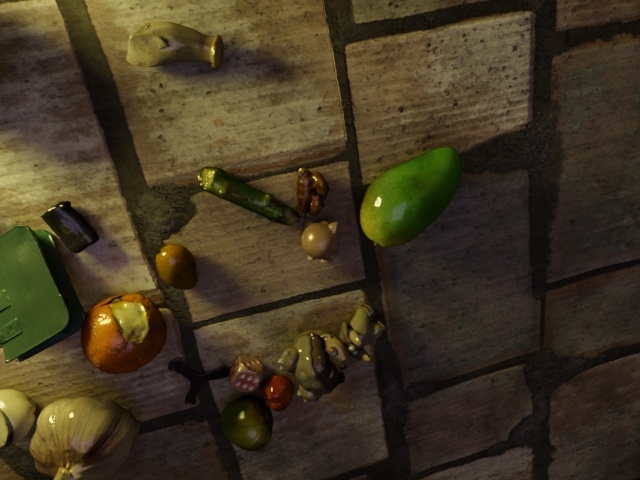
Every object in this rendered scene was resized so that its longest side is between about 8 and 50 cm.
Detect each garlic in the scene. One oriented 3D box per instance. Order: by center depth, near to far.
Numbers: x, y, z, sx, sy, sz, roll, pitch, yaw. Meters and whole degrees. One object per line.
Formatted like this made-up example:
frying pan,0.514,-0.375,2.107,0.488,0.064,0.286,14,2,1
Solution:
garlic,-0.761,0.643,1.383,0.321,0.241,0.323,-1,93,-26

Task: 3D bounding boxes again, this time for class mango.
mango,-0.441,0.086,1.317,0.111,0.089,0.163,-7,119,-11
mango,0.282,-0.142,1.335,0.382,0.201,0.225,-43,102,2

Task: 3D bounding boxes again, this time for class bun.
bun,-0.961,0.541,1.342,0.172,0.119,0.173,6,105,25

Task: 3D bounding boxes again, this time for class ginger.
ginger,-0.025,-0.145,1.337,0.103,0.073,0.162,6,115,0

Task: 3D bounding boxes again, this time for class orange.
orange,-0.580,0.272,1.273,0.239,0.240,0.240,-4,110,-11

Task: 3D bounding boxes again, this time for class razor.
razor,-0.715,-0.038,1.228,0.090,0.054,0.148,-32,112,0

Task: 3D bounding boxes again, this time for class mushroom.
mushroom,-0.377,-0.509,1.116,0.246,0.096,0.108,-3,85,-14

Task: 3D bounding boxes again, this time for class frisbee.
frisbee,-0.442,0.499,1.505,0.210,0.012,0.188,18,105,-18

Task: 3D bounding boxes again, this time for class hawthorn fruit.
hawthorn fruit,-0.154,0.539,1.532,0.125,0.140,0.125,2,96,19

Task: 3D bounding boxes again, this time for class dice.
dice,-0.258,0.460,1.487,0.093,0.091,0.094,25,103,-19

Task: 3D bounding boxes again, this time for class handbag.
handbag,-0.815,0.143,1.186,0.238,0.089,0.327,-29,83,3

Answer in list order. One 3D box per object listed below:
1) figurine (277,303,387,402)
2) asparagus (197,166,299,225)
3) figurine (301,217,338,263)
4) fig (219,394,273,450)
figurine,0.046,0.374,1.481,0.380,0.203,0.249,-34,120,-11
asparagus,-0.207,-0.124,1.299,0.342,0.085,0.082,27,78,-17
figurine,0.000,0.000,1.372,0.125,0.125,0.138,3,96,-13
fig,-0.259,0.638,1.506,0.190,0.181,0.181,-1,110,7
